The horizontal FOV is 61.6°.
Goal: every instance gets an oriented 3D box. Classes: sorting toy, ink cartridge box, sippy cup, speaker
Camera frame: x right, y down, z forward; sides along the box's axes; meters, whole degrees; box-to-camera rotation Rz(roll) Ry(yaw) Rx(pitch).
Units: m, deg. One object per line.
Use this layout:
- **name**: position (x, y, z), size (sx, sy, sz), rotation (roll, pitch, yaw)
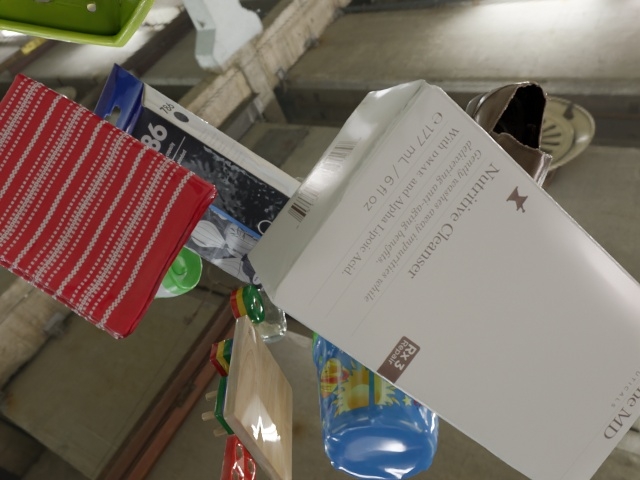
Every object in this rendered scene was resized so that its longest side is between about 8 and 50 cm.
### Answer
- **sorting toy**: position (-0.075, 0.178, 0.557), size (0.046, 0.132, 0.275), rotation (-19, -147, 10)
- **ink cartridge box**: position (-0.178, -0.078, 0.745), size (0.165, 0.332, 0.065), rotation (-53, -169, 30)
- **sippy cup**: position (0.093, 0.245, 0.860), size (0.240, 0.305, 0.224), rotation (-37, -157, 26)
- **speaker**: position (-0.401, 0.069, 1.130), size (0.296, 0.131, 0.131), rotation (-9, -134, 24)

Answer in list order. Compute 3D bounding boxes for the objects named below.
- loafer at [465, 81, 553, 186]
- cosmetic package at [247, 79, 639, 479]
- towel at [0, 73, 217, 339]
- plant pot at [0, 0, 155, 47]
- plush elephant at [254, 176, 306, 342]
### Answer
- **loafer**: position (0.270, -0.102, 0.813), size (0.130, 0.133, 0.366), rotation (142, -36, -60)
- **cosmetic package**: position (0.146, 0.056, 0.528), size (0.217, 0.384, 0.156), rotation (-54, -162, 1)
- **towel**: position (-0.274, -0.041, 0.593), size (0.274, 0.031, 0.199), rotation (30, -95, 5)
- **plant pot**: position (-0.345, -0.399, 0.688), size (0.227, 0.208, 0.228), rotation (-1, 180, -33)
- **plush elephant**: position (0.000, 0.000, 1.042), size (0.255, 0.271, 0.330), rotation (-33, -115, 47)
